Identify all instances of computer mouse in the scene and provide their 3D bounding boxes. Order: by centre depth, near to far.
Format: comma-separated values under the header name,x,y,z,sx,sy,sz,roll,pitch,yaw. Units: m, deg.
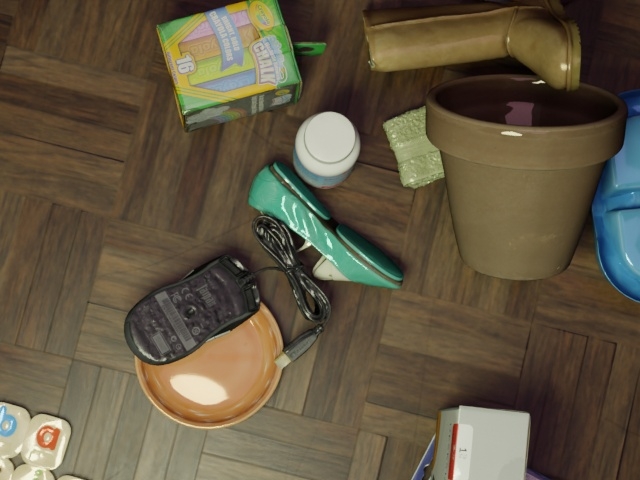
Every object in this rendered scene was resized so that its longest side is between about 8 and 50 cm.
name,x,y,z,sx,sy,sz,roll,pitch,yaw
computer mouse,-0.117,0.106,1.842,0.262,0.060,0.184,-36,89,-13

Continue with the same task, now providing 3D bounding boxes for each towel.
name,x,y,z,sx,sy,sz,roll,pitch,yaw
towel,0.169,-0.142,1.936,0.148,0.027,0.110,-18,84,-5

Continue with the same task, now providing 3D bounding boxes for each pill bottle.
name,x,y,z,sx,sy,sz,roll,pitch,yaw
pill bottle,0.008,-0.123,1.857,0.087,0.160,0.087,0,83,-3

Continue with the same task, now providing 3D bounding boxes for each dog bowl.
name,x,y,z,sx,sy,sz,roll,pitch,yaw
dog bowl,0.446,-0.055,1.918,0.166,0.074,0.297,-5,83,-4

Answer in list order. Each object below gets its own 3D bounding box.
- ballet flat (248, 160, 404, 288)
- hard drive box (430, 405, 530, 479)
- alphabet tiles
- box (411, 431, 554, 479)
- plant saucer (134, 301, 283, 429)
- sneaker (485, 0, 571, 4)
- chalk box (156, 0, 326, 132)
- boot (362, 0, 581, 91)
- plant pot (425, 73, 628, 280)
name,x,y,z,sx,sy,sz,roll,pitch,yaw
ballet flat,0.000,0.000,1.893,0.247,0.083,0.087,42,107,2
hard drive box,0.194,0.301,1.745,0.089,0.232,0.181,7,81,-1
alphabet tiles,-0.449,0.352,1.844,0.284,0.021,0.278,16,83,-1
box,0.230,0.354,1.874,0.225,0.036,0.136,29,82,1
plant saucer,-0.150,0.154,1.877,0.200,0.037,0.200,1,83,-4
sneaker,0.279,-0.365,1.941,0.186,0.084,0.069,2,83,-3
chalk box,-0.100,-0.245,1.882,0.213,0.132,0.132,-16,84,-6
boot,0.199,-0.254,1.861,0.270,0.236,0.089,-5,117,-1
plant pot,0.262,-0.079,1.832,0.263,0.263,0.229,0,113,-3
